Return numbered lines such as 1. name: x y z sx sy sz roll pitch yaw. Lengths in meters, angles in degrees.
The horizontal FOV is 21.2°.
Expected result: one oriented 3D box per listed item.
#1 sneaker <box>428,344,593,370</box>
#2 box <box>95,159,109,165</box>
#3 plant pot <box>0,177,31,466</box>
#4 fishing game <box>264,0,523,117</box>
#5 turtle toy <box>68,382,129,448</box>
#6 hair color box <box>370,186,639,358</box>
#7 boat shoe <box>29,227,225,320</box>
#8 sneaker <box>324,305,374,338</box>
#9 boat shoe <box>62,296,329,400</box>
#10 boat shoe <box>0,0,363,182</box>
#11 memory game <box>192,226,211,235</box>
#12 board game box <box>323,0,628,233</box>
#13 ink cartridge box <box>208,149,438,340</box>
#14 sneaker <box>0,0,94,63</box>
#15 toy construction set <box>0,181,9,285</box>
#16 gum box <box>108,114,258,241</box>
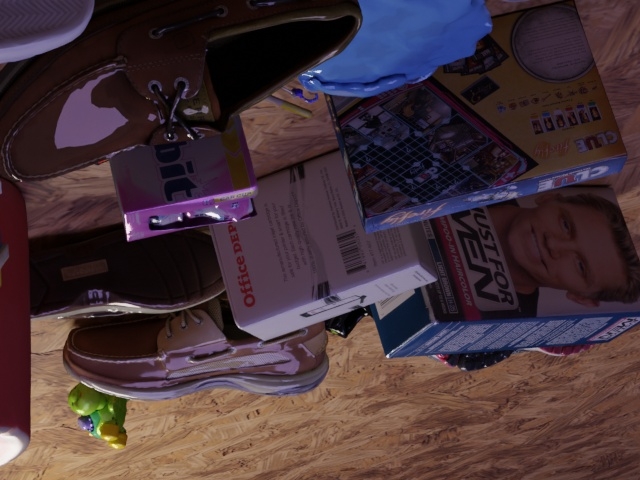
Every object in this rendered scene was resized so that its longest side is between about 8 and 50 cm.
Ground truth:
1. sneaker: 0.262 0.099 2.335 0.299 0.120 0.112 -6 -172 -27
2. box: -0.189 -0.113 1.510 0.094 0.027 0.137 -22 159 12
3. plant pot: -0.390 0.096 1.605 0.275 0.243 0.275 -14 161 -5
4. fishing game: 0.054 -0.174 1.429 0.264 0.041 0.189 -26 156 34
5. turtle toy: -0.290 0.218 2.257 0.066 0.095 0.130 4 162 9
6. hair color box: 0.214 0.032 1.991 0.347 0.173 0.105 -1 154 -36
7. boat shoe: -0.224 0.037 1.822 0.258 0.095 0.095 -3 172 -16
8. sneaker: 0.004 0.091 2.138 0.170 0.074 0.063 -18 160 8
9. boat shoe: -0.147 0.114 2.064 0.324 0.123 0.116 -1 124 -13
10. boat shoe: -0.111 -0.128 1.274 0.307 0.104 0.110 -34 144 -13
11. memory game: -0.114 0.017 1.941 0.186 0.012 0.186 -14 160 -5
12. board game box: 0.136 -0.113 1.552 0.243 0.165 0.042 -13 160 -6
13. ink cartridge box: 0.000 0.000 1.780 0.203 0.148 0.086 -19 162 13
14. sneaker: -0.307 -0.145 1.237 0.293 0.108 0.169 -3 161 -5
15. toy construction set: -0.422 -0.024 1.343 0.328 0.151 0.215 7 -166 -26
16. gum box: -0.121 -0.095 1.369 0.107 0.188 0.062 -12 160 -8
